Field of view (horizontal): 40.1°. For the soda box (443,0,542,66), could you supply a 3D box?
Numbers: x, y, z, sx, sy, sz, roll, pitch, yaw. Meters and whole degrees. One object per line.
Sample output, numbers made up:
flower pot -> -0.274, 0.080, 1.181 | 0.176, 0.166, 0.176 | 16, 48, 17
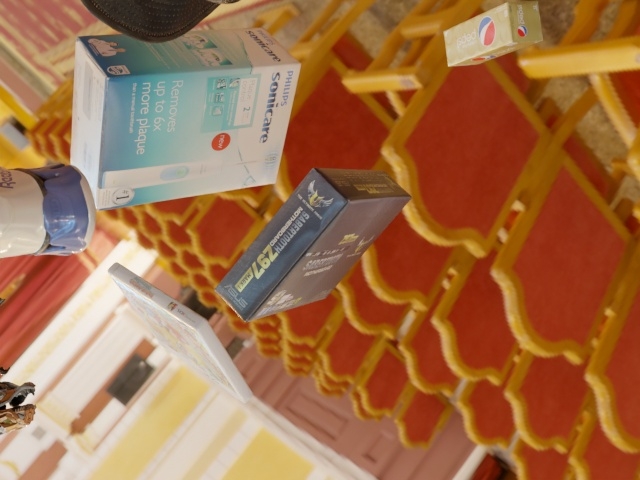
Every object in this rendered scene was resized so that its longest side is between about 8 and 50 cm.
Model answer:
soda box -> 0.265, -0.320, 1.368 | 0.181, 0.058, 0.061 | 177, 84, -66

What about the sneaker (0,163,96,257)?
sneaker -> -0.413, -0.030, 0.964 | 0.315, 0.128, 0.182 | -4, -179, 40

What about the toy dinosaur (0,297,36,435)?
toy dinosaur -> -0.542, 0.174, 1.199 | 0.321, 0.219, 0.164 | 9, 175, -8

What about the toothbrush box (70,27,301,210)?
toothbrush box -> -0.198, -0.182, 1.275 | 0.126, 0.295, 0.216 | 49, 137, 38

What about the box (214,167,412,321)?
box -> 0.000, 0.000, 1.031 | 0.059, 0.183, 0.232 | 44, -162, 14

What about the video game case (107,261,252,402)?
video game case -> -0.215, 0.145, 1.357 | 0.206, 0.026, 0.227 | 27, 154, 33

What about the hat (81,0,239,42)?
hat -> -0.105, -0.345, 0.929 | 0.134, 0.331, 0.331 | 36, 167, 27
